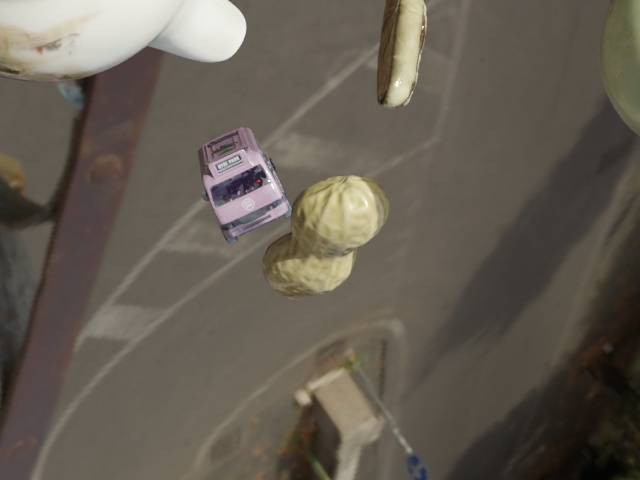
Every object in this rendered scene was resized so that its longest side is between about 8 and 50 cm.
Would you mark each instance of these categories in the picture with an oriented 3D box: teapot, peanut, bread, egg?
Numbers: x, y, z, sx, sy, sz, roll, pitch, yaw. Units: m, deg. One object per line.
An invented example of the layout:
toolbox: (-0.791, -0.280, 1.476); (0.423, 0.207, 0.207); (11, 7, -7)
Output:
teapot: (-0.190, -0.208, 0.812); (0.204, 0.298, 0.139); (-60, 175, -4)
peanut: (0.000, 0.000, 1.164); (0.082, 0.082, 0.187); (-16, 154, -34)
bread: (0.108, -0.255, 1.579); (0.053, 0.214, 0.073); (16, 146, -11)
egg: (0.258, -0.136, 0.879); (0.114, 0.114, 0.152); (-21, 127, -27)

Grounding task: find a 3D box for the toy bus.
toy bus: (-0.101, -0.076, 1.557); (0.096, 0.199, 0.108); (-25, 107, 0)
